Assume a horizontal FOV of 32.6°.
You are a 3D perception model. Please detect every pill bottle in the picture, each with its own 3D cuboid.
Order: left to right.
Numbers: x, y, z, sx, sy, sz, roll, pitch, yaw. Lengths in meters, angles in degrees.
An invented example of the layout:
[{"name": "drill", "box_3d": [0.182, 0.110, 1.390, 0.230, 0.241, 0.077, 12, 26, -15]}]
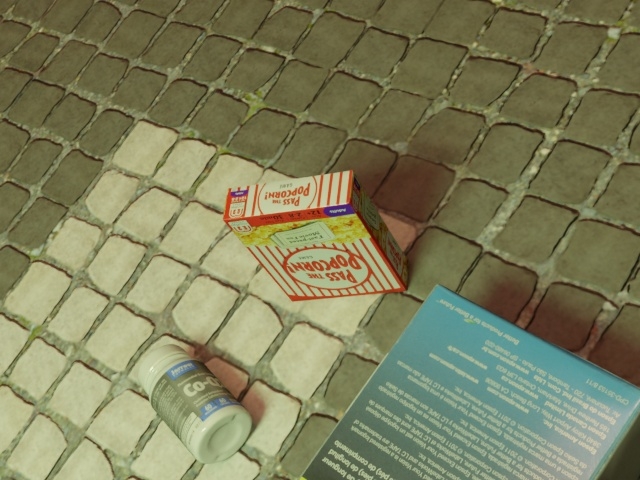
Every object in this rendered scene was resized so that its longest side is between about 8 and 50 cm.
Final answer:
[{"name": "pill bottle", "box_3d": [-0.146, 0.182, 1.242, 0.078, 0.078, 0.137, -45, 52, -7]}]

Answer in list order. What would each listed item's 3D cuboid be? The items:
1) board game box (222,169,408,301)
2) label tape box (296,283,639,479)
[{"name": "board game box", "box_3d": [0.000, 0.000, 1.218, 0.146, 0.193, 0.045, -7, 57, 22]}, {"name": "label tape box", "box_3d": [0.127, 0.248, 1.052, 0.249, 0.115, 0.348, 29, 79, 36]}]
